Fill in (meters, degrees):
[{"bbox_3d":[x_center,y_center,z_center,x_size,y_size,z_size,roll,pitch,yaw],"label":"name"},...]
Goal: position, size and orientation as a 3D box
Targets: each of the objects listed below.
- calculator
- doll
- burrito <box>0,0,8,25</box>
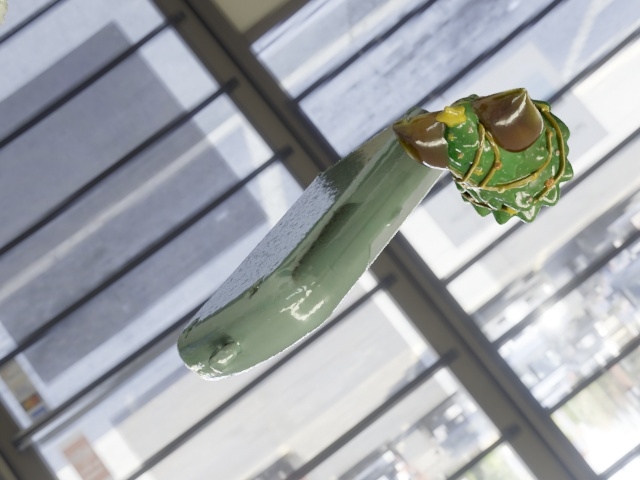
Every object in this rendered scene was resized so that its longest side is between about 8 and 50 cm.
[{"bbox_3d":[0.000,0.000,0.789,0.141,0.045,0.246,-33,-168,47],"label":"calculator"},{"bbox_3d":[0.094,-0.044,0.695,0.078,0.076,0.113,-13,179,25],"label":"doll"},{"bbox_3d":[-0.187,-0.306,0.590,0.101,0.139,0.445,-10,133,-15],"label":"burrito"}]
